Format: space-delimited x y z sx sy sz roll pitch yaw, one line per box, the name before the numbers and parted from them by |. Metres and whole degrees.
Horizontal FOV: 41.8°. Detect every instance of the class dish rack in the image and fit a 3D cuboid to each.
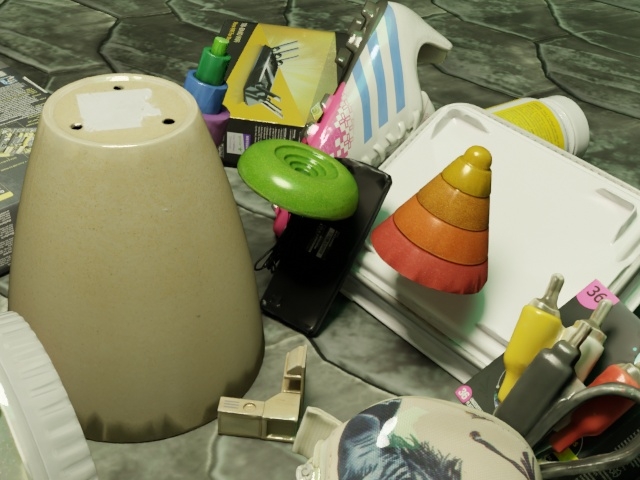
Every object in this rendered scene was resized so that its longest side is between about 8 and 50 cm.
dish rack | 0.176 -0.010 0.897 0.285 0.072 0.332 -45 57 -14

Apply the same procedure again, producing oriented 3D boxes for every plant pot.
plant pot | -0.177 -0.003 0.775 0.256 0.274 0.257 3 38 -2

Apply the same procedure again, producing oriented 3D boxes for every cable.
cable | 0.151 0.171 0.656 0.139 0.287 0.072 41 9 26

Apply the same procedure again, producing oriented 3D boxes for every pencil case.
pencil case | 0.044 0.263 0.440 0.183 0.160 0.410 11 29 2

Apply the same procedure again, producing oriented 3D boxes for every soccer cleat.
soccer cleat | 0.057 -0.135 1.017 0.143 0.116 0.331 26 80 -8

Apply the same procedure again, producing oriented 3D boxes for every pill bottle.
pill bottle | 0.248 -0.122 1.108 0.208 0.119 0.119 -20 44 -28

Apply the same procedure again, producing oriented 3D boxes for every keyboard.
keyboard | 0.000 0.000 0.907 0.100 0.192 0.038 28 -1 21

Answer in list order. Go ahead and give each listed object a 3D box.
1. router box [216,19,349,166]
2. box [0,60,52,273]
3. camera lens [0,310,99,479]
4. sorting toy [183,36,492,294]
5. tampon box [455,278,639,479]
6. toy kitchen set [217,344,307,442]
router box | -0.049 -0.213 1.220 0.242 0.081 0.309 7 38 1
box | -0.461 -0.067 0.971 0.318 0.097 0.395 30 44 31
camera lens | -0.308 0.185 0.558 0.274 0.219 0.219 -21 45 -30
sorting toy | 0.018 -0.090 0.803 0.365 0.126 0.127 29 27 11
tampon box | 0.225 0.140 0.718 0.161 0.101 0.120 -40 45 4
toy kitchen set | -0.052 0.131 0.783 0.075 0.068 0.083 6 37 1
